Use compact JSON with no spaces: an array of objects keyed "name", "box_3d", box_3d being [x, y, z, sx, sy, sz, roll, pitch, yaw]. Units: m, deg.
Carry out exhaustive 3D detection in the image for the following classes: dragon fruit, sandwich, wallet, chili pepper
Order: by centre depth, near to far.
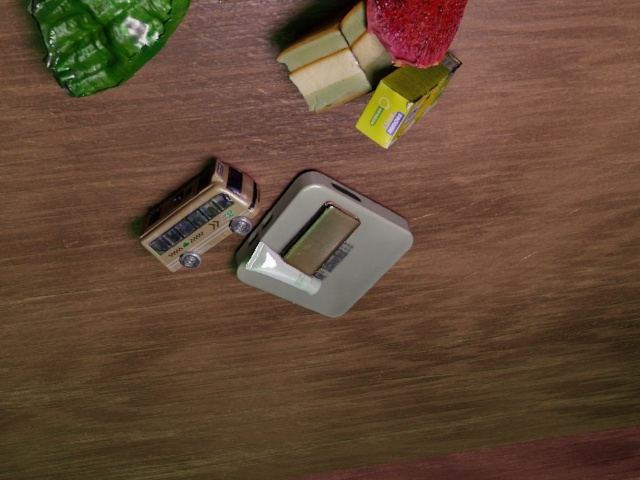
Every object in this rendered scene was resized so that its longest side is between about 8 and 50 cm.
[{"name":"chili pepper","box_3d":[-0.377,-0.425,1.100,0.385,0.167,0.213,-31,115,31]},{"name":"dragon fruit","box_3d":[0.180,-0.448,1.117,0.126,0.161,0.274,8,105,-67]},{"name":"sandwich","box_3d":[0.055,-0.385,1.221,0.198,0.227,0.155,-10,119,46]},{"name":"wallet","box_3d":[0.000,0.000,1.490,0.110,0.031,0.198,30,113,-29]}]

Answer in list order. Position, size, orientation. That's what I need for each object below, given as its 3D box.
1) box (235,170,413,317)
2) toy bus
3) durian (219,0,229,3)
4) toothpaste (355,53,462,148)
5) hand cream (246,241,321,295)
[{"name":"box","box_3d":[0.006,0.024,1.601,0.367,0.090,0.373,27,122,-28]},{"name":"toy bus","box_3d":[-0.286,-0.061,1.442,0.289,0.139,0.157,-32,124,21]},{"name":"durian","box_3d":[-0.185,-0.527,1.074,0.091,0.148,0.188,16,106,10]},{"name":"toothpaste","box_3d":[0.185,-0.298,1.212,0.077,0.327,0.110,38,129,6]},{"name":"hand cream","box_3d":[-0.089,0.079,1.540,0.205,0.050,0.078,29,92,-28]}]
